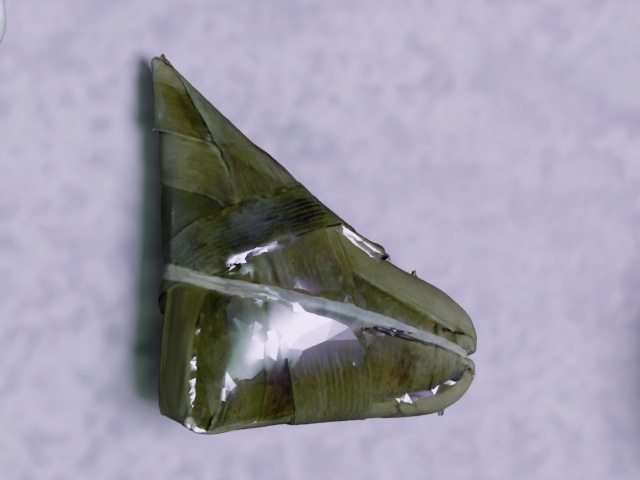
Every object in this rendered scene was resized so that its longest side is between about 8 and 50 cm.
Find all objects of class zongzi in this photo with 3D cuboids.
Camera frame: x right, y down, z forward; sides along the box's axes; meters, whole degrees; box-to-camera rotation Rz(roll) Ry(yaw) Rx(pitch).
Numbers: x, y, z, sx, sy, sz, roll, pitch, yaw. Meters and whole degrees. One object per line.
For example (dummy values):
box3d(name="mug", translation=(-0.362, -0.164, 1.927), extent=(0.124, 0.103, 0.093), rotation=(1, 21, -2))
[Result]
box3d(name="zongzi", translation=(0.000, 0.000, 0.566), extent=(0.109, 0.055, 0.119), rotation=(-1, 86, -23))

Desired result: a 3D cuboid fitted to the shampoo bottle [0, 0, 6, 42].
box3d(name="shampoo bottle", translation=(-0.114, -0.104, 0.510), extent=(0.077, 0.045, 0.152), rotation=(22, 90, -20))
